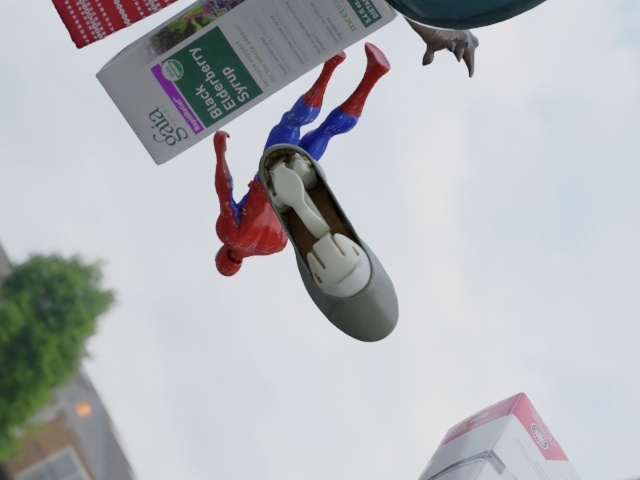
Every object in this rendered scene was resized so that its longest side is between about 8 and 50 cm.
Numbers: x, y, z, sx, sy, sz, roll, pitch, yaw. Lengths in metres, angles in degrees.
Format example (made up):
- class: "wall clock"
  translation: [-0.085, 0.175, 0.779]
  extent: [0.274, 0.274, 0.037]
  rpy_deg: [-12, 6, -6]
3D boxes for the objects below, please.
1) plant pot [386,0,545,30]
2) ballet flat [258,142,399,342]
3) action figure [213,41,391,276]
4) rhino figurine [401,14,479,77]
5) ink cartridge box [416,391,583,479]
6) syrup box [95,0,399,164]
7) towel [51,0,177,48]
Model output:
- class: "plant pot"
  translation: [0.051, -0.314, 1.119]
  extent: [0.255, 0.271, 0.272]
  rpy_deg: [28, 5, -40]
- class: "ballet flat"
  translation: [0.000, 0.000, 1.567]
  extent: [0.213, 0.072, 0.068]
  rpy_deg: [60, 6, 28]
- class: "action figure"
  translation: [-0.045, -0.095, 1.694]
  extent: [0.280, 0.091, 0.139]
  rpy_deg: [-60, -143, 25]
- class: "rhino figurine"
  translation: [0.118, -0.296, 2.008]
  extent: [0.073, 0.106, 0.243]
  rpy_deg: [-22, -82, 41]
- class: "ink cartridge box"
  translation: [0.151, 0.252, 1.451]
  extent: [0.092, 0.218, 0.158]
  rpy_deg: [-30, -82, 28]
- class: "syrup box"
  translation: [-0.057, -0.166, 1.403]
  extent: [0.093, 0.237, 0.096]
  rpy_deg: [56, 15, -12]
- class: "towel"
  translation: [-0.159, -0.332, 1.670]
  extent: [0.199, 0.275, 0.031]
  rpy_deg: [63, 3, -5]
